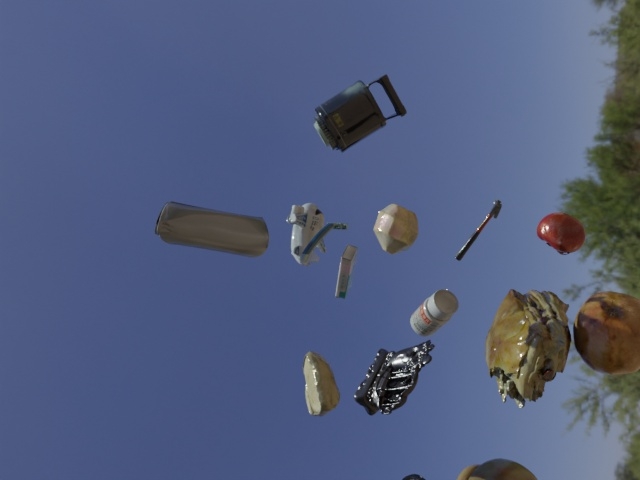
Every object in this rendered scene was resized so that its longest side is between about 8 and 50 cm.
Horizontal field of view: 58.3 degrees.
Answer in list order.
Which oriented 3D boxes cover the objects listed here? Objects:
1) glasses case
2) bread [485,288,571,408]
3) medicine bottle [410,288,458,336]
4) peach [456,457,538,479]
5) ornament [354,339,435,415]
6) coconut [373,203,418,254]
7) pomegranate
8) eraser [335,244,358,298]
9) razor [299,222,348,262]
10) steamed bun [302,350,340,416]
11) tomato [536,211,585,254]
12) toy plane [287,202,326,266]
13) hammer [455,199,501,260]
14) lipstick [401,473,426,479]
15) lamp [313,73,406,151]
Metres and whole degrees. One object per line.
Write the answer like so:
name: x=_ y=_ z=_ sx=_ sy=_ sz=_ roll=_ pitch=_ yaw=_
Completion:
glasses case: x=-0.301 y=-0.031 z=1.611 sx=0.128 sy=0.308 sz=0.083 roll=-93 pitch=19 yaw=-44
bread: x=0.562 y=0.303 z=1.591 sx=0.370 sy=0.191 sz=0.314 roll=-44 pitch=-32 yaw=-63
medicine bottle: x=0.525 y=0.335 z=2.641 sx=0.144 sy=0.144 sz=0.252 roll=-61 pitch=2 yaw=-37
peach: x=0.588 y=0.868 z=1.918 sx=0.292 sy=0.292 sz=0.248 roll=-3 pitch=-115 yaw=-59
ornament: x=0.252 y=0.427 z=1.791 sx=0.106 sy=0.260 sz=0.251 roll=44 pitch=-123 yaw=-15
coconut: x=0.350 y=-0.049 z=2.684 sx=0.237 sy=0.197 sz=0.237 roll=-157 pitch=90 yaw=-81
pomegranate: x=0.730 y=0.230 z=1.431 sx=0.207 sy=0.207 sz=0.207 roll=-5 pitch=-84 yaw=-59
eraser: x=0.108 y=0.134 z=2.396 sx=0.095 sy=0.052 sz=0.225 roll=-59 pitch=-18 yaw=-48
razor: x=-0.001 y=-0.004 z=1.537 sx=0.191 sy=0.068 sz=0.037 roll=-43 pitch=-55 yaw=-43
steamed bun: x=0.008 y=0.527 z=2.039 sx=0.212 sy=0.110 sz=0.231 roll=103 pitch=156 yaw=-50
tomato: x=0.977 y=-0.033 z=2.327 sx=0.187 sy=0.187 sz=0.151 roll=-10 pitch=-42 yaw=-58
toy plane: x=-0.048 y=-0.026 z=2.219 sx=0.267 sy=0.122 sz=0.267 roll=-7 pitch=-90 yaw=-65
hammer: x=0.640 y=-0.035 z=2.331 sx=0.288 sy=0.033 sz=0.111 roll=-58 pitch=-3 yaw=25
lipstick: x=0.288 y=0.766 z=1.550 sx=0.081 sy=0.081 sz=0.300 roll=-42 pitch=-64 yaw=-50
lamp: x=0.112 y=-0.470 z=2.211 sx=0.272 sy=0.374 sz=0.205 roll=-38 pitch=-74 yaw=-15
